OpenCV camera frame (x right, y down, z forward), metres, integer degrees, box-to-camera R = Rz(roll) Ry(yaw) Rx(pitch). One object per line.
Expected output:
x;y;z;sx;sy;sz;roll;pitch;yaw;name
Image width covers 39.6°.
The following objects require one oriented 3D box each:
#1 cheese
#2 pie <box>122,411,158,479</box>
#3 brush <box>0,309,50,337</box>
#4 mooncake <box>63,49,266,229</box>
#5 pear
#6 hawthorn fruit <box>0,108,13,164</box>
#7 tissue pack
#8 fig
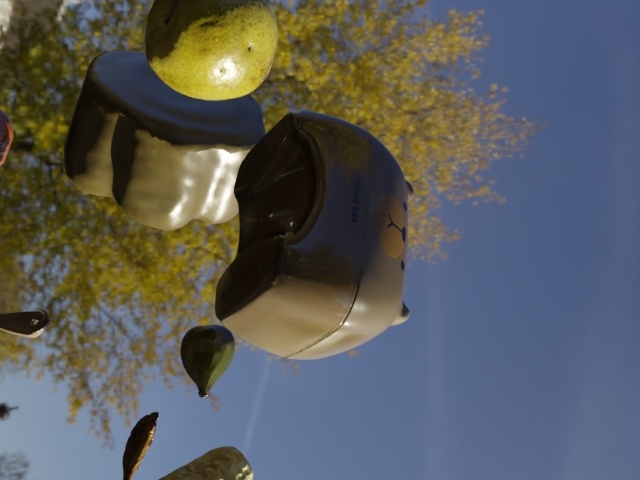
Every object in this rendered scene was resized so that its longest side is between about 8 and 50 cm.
-0.201;0.402;1.423;0.094;0.167;0.123;59;-36;6;cheese
-0.432;0.484;2.109;0.088;0.033;0.191;19;-96;51;pie
-0.655;0.145;1.699;0.313;0.067;0.072;3;-119;24;brush
-0.355;-0.239;2.062;0.467;0.467;0.262;54;-47;43;mooncake
-0.149;-0.296;1.284;0.197;0.197;0.197;18;-69;59;pear
-0.845;-0.260;2.100;0.225;0.196;0.196;35;-50;21;hawthorn fruit
0.000;0.000;1.482;0.267;0.277;0.387;-34;-140;45;tissue pack
-0.262;0.275;2.109;0.126;0.133;0.185;-62;-156;16;fig
